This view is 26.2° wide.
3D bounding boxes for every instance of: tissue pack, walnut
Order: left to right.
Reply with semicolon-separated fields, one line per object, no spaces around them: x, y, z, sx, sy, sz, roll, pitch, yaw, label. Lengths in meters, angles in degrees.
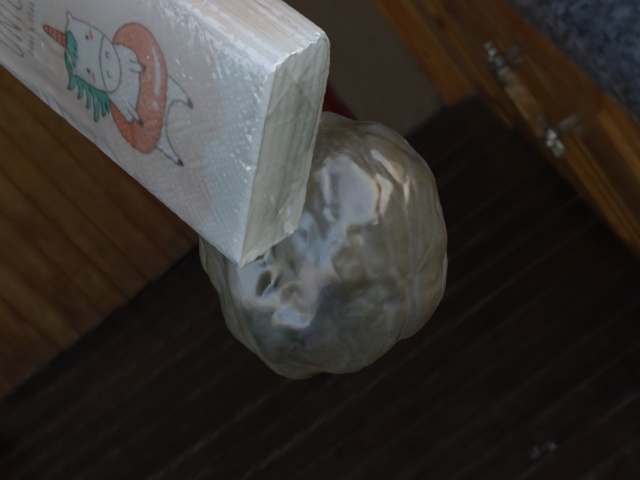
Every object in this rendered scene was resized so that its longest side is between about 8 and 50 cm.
-0.134;-0.141;0.920;0.325;0.170;0.071;39;49;26;tissue pack
0.000;0.000;1.135;0.224;0.224;0.224;-29;32;20;walnut
